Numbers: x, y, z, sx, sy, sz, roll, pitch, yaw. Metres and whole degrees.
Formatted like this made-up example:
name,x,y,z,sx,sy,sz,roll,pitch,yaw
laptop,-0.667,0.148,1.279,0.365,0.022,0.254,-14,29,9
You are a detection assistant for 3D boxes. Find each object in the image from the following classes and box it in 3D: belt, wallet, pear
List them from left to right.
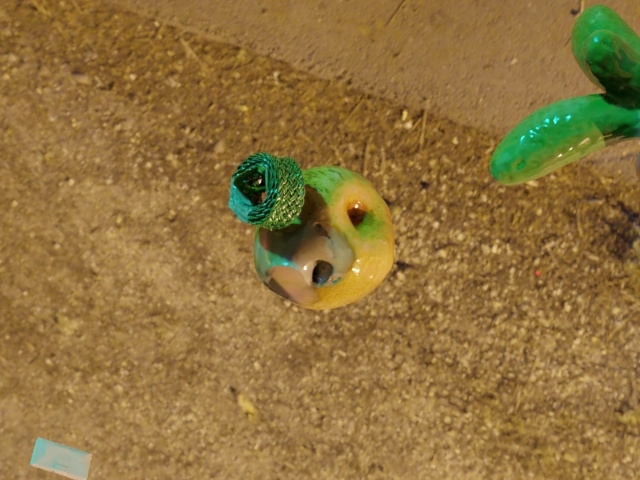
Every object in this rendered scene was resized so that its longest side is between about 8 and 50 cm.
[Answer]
name,x,y,z,sx,sy,sz,roll,pitch,yaw
wallet,-0.363,0.308,1.130,0.083,0.044,0.011,28,131,-25
belt,-0.097,-0.080,1.308,0.151,0.079,0.121,-7,80,53
pear,0.000,0.000,1.448,0.271,0.271,0.271,16,133,18

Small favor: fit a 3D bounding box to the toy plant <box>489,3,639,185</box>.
name,x,y,z,sx,sy,sz,roll,pitch,yaw
toy plant,0.448,-0.160,1.070,0.356,0.317,0.210,27,167,20
